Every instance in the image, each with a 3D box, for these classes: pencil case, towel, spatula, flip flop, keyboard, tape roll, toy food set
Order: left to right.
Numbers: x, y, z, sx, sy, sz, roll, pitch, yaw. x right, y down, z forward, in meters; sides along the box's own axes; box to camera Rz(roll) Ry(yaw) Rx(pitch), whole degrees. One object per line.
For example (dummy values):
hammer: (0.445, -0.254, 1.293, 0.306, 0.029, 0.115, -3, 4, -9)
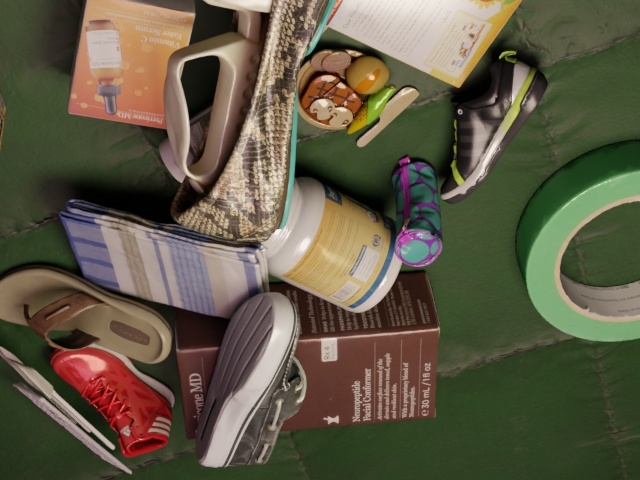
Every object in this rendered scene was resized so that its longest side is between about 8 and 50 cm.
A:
spatula: (-0.404, 0.225, 1.906, 0.019, 0.168, 0.242, -50, 128, -18)
keyboard: (-0.377, 0.291, 1.988, 0.014, 0.072, 0.256, -52, 138, -14)
flip flop: (-0.345, 0.117, 1.832, 0.277, 0.080, 0.112, 20, 127, 7)
towel: (-0.203, 0.033, 1.761, 0.285, 0.034, 0.209, 12, 150, 10)
toy food set: (0.027, -0.196, 1.695, 0.192, 0.038, 0.132, 31, 118, -28)
pencil case: (0.130, -0.039, 1.762, 0.064, 0.152, 0.070, -25, 130, 22)
tape roll: (0.448, 0.006, 1.891, 0.321, 0.077, 0.321, -4, 129, -5)

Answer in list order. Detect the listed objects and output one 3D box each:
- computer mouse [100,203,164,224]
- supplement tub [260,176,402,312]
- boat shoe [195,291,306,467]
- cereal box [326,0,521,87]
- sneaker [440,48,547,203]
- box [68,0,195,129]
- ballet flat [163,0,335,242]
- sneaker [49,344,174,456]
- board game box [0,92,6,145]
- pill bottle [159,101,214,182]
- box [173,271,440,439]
computer mouse: (-0.214, 0.008, 1.823, 0.242, 0.041, 0.071, 17, 123, -21)
supplement tub: (0.000, 0.000, 1.779, 0.199, 0.144, 0.144, 26, 121, -26)
boat shoe: (-0.078, 0.193, 1.786, 0.119, 0.121, 0.335, 6, 137, -21)
cereal box: (0.118, -0.310, 1.611, 0.240, 0.047, 0.173, 22, 122, -23)
sneaker: (0.211, -0.158, 1.743, 0.097, 0.084, 0.235, 32, 120, -1)
box: (-0.233, -0.238, 1.592, 0.130, 0.091, 0.170, 8, 127, -14)
ballet flat: (-0.085, -0.220, 1.522, 0.182, 0.164, 0.483, 5, 113, -24)
sneaker: (-0.306, 0.241, 1.939, 0.221, 0.128, 0.087, 29, 118, -29)
board game box: (-0.427, -0.163, 1.560, 0.045, 0.193, 0.147, -11, 128, 1)
pill bottle: (-0.138, -0.135, 1.695, 0.137, 0.078, 0.078, -30, 126, 16)
box: (-0.020, 0.169, 1.918, 0.381, 0.143, 0.191, -4, 128, -2)
